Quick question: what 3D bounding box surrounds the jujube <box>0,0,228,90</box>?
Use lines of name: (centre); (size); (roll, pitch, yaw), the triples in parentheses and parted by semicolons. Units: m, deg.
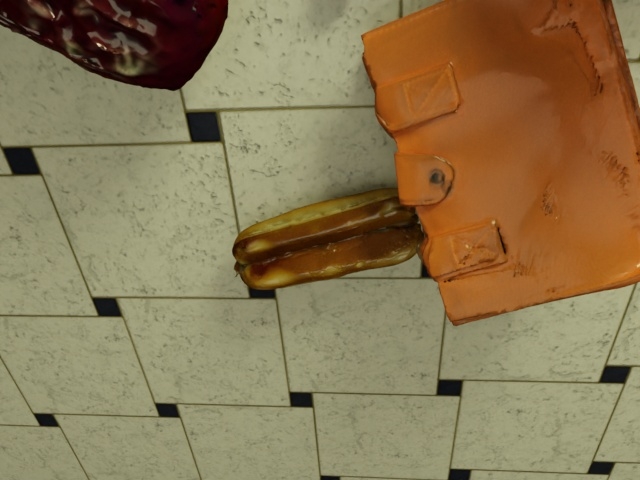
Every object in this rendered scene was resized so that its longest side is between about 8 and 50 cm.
jujube: (-0.284, -0.339, 0.560); (0.377, 0.258, 0.258); (28, 123, -28)

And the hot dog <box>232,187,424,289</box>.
hot dog: (0.000, 0.000, 0.842); (0.338, 0.100, 0.135); (-15, 113, 13)

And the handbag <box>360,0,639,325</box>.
handbag: (0.243, -0.113, 0.658); (0.304, 0.116, 0.409); (-17, 99, 14)
